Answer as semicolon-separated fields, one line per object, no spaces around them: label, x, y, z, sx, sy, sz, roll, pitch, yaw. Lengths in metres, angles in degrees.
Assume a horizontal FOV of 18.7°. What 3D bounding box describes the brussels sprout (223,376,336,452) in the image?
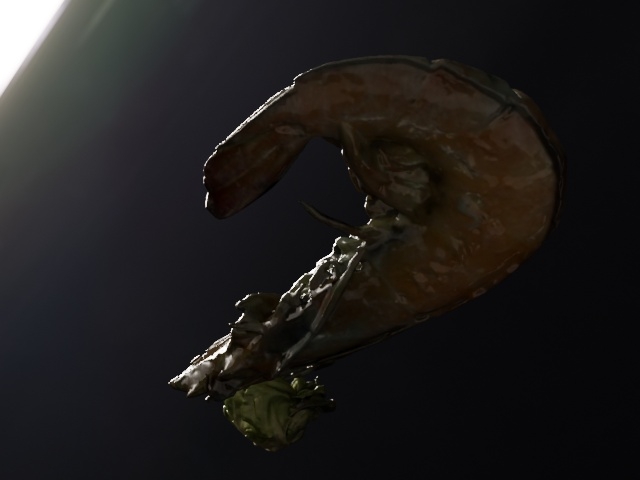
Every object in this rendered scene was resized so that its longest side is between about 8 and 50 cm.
brussels sprout;-0.030;0.128;1.452;0.085;0.085;0.058;-33;-114;21

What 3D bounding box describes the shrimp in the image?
shrimp;0.000;-0.001;0.914;0.251;0.143;0.052;-39;-156;25
